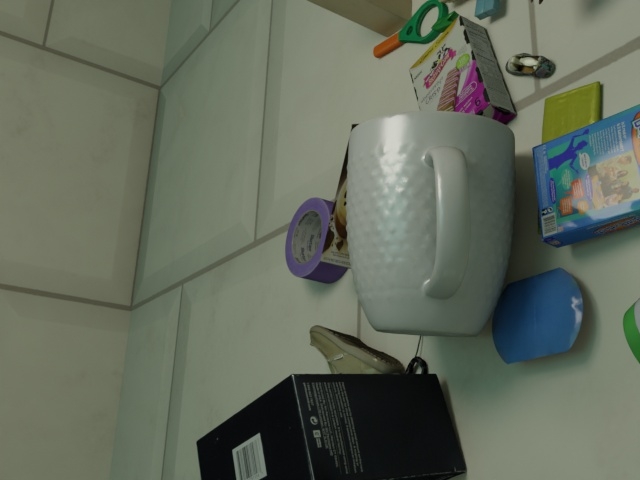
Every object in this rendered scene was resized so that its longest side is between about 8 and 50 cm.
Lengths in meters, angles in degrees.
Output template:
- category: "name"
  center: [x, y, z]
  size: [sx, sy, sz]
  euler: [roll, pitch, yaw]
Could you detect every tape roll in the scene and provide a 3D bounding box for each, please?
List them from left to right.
- category: "tape roll"
  center: [0.000, 0.000, 1.625]
  size: [0.189, 0.080, 0.189]
  euler: [-28, 55, 50]

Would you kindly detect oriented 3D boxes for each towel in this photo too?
- category: "towel"
  center: [0.393, -0.126, 1.109]
  size: [0.102, 0.021, 0.237]
  euler: [-11, 68, 50]

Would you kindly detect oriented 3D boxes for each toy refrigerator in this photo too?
- category: "toy refrigerator"
  center: [0.070, -0.555, 1.563]
  size: [0.094, 0.270, 0.102]
  euler: [-21, 61, 54]

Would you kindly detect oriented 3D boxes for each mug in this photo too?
- category: "mug"
  center: [0.177, -0.019, 1.111]
  size: [0.374, 0.276, 0.328]
  euler: [91, -178, -81]

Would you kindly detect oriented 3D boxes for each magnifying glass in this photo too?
- category: "magnifying glass"
  center: [0.196, -0.457, 1.561]
  size: [0.231, 0.026, 0.092]
  euler: [-14, 66, 53]

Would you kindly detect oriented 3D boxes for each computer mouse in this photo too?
- category: "computer mouse"
  center: [0.173, 0.175, 1.311]
  size: [0.071, 0.041, 0.242]
  euler: [-3, 76, 57]

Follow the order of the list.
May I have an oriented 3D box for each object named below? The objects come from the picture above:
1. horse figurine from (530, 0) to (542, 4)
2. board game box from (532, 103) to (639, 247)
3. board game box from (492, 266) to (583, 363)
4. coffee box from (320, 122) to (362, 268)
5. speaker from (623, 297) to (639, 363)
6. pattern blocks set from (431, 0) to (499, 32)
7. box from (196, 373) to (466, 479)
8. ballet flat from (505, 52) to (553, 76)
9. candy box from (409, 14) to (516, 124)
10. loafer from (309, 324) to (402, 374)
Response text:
- category: "horse figurine"
  center: [0.392, -0.508, 1.057]
  size: [0.263, 0.066, 0.174]
  euler: [-37, 42, 49]
- category: "board game box"
  center: [0.412, -0.094, 1.011]
  size: [0.210, 0.047, 0.160]
  euler: [-21, 59, 45]
- category: "board game box"
  center: [0.338, 0.119, 1.081]
  size: [0.169, 0.033, 0.133]
  euler: [-27, 49, 48]
- category: "coffee box"
  center: [0.118, -0.081, 1.430]
  size: [0.168, 0.119, 0.297]
  euler: [10, 86, 60]
- category: "speaker"
  center: [0.490, 0.056, 0.773]
  size: [0.296, 0.131, 0.131]
  euler: [-44, 43, 41]
- category: "pattern blocks set"
  center: [0.308, -0.571, 1.409]
  size: [0.285, 0.026, 0.324]
  euler: [7, 79, 56]
- category: "box"
  center: [0.006, 0.371, 1.219]
  size: [0.343, 0.313, 0.179]
  euler: [-41, 51, 42]
- category: "ballet flat"
  center: [0.353, -0.308, 1.226]
  size: [0.114, 0.041, 0.041]
  euler: [32, 105, 58]
- category: "candy box"
  center: [0.260, -0.283, 1.334]
  size: [0.159, 0.071, 0.233]
  euler: [-44, 42, 42]
- category: "loafer"
  center: [0.052, 0.242, 1.418]
  size: [0.268, 0.102, 0.092]
  euler: [18, 87, 58]
